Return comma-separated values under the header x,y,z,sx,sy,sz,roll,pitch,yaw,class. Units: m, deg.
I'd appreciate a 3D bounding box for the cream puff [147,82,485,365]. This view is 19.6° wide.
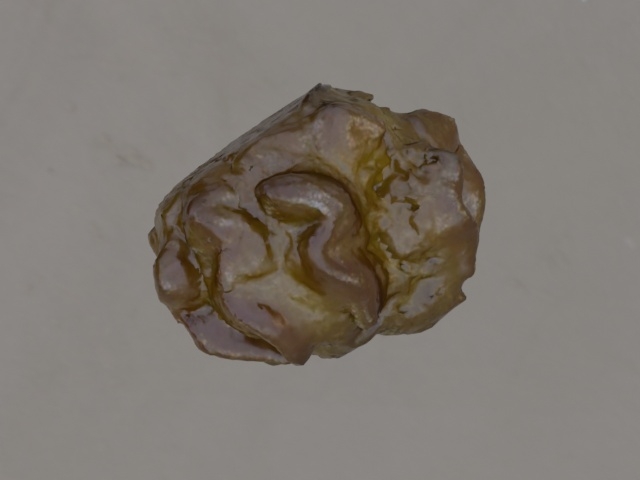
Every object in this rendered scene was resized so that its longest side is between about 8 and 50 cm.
x,y,z,sx,sy,sz,roll,pitch,yaw,class
0.000,0.000,0.647,0.122,0.116,0.094,-43,101,-24,cream puff
